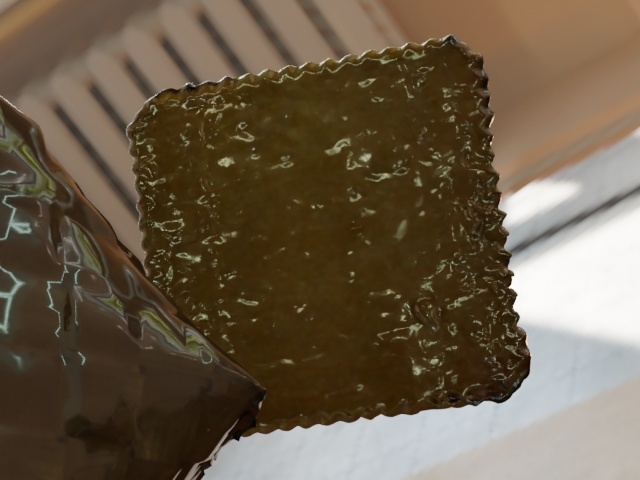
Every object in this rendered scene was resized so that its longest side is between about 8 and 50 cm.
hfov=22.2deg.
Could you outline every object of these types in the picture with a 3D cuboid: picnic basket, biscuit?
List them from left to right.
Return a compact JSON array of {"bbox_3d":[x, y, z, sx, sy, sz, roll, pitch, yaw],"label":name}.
[{"bbox_3d":[-0.226,0.063,0.622,0.291,0.321,0.254,-40,-6,-46],"label":"picnic basket"},{"bbox_3d":[0.000,0.000,1.011,0.236,0.232,0.013,-10,-11,13],"label":"biscuit"}]
